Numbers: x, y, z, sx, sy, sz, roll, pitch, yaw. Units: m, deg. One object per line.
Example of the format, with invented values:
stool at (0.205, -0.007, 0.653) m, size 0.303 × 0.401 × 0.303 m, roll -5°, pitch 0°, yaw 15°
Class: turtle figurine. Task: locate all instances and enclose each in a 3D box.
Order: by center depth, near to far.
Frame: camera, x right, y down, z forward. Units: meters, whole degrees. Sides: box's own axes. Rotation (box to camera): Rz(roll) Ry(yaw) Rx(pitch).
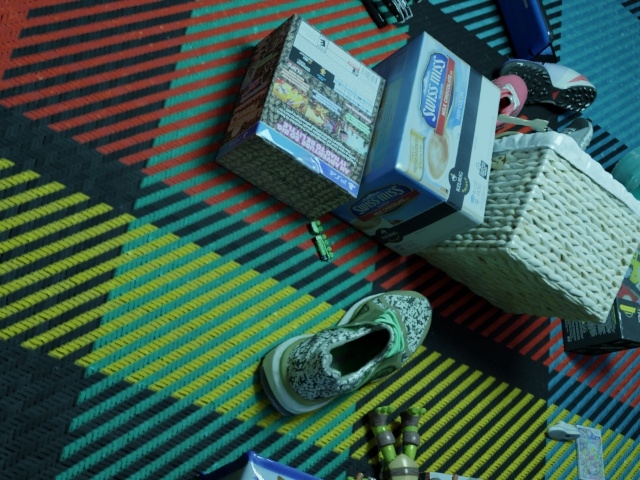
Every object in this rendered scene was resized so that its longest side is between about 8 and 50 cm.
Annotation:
turtle figurine at (0.160, 0.416, 1.530) m, size 0.270 × 0.087 × 0.217 m, roll 2°, pitch 63°, yaw -9°

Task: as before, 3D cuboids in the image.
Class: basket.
basket at (0.423, -0.023, 1.723) m, size 0.331 × 0.328 × 0.266 m, roll 33°, pitch 74°, yaw -27°

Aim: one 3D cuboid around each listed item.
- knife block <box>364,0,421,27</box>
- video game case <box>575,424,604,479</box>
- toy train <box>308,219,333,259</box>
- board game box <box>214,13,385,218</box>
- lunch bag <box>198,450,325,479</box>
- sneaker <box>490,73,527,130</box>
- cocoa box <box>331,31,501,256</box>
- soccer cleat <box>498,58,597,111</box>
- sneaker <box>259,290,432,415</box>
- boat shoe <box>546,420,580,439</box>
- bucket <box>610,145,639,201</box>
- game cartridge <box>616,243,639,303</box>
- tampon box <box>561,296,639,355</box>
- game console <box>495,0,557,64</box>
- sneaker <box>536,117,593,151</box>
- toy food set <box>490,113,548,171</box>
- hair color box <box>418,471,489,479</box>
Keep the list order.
knife block at (0.097, -0.602, 1.858) m, size 0.276 × 0.088 × 0.241 m, roll 13°, pitch 66°, yaw -36°
video game case at (0.620, 0.492, 1.935) m, size 0.087 × 0.011 × 0.121 m, roll 18°, pitch 63°, yaw -33°
toy train at (0.000, 0.000, 1.609) m, size 0.024 × 0.017 × 0.083 m, roll -21°, pitch 88°, yaw -32°
board game box at (-0.032, -0.230, 1.583) m, size 0.232 × 0.141 × 0.290 m, roll 31°, pitch 57°, yaw -27°
lunch bag at (-0.022, 0.540, 1.253) m, size 0.386 × 0.239 × 0.327 m, roll 25°, pitch 58°, yaw -22°
sneaker at (0.421, -0.312, 1.973) m, size 0.314 × 0.136 × 0.115 m, roll -38°, pitch 99°, yaw -37°
cocoa box at (0.186, -0.189, 1.683) m, size 0.228 × 0.231 × 0.347 m, roll 31°, pitch 57°, yaw -26°
soccer cleat at (0.574, -0.418, 2.185) m, size 0.318 × 0.108 × 0.116 m, roll 7°, pitch 41°, yaw -29°
sneaker at (0.095, 0.190, 1.506) m, size 0.410 × 0.182 × 0.158 m, roll -25°, pitch 90°, yaw -42°
boat shoe at (0.541, 0.423, 1.885) m, size 0.100 × 0.035 × 0.035 m, roll 13°, pitch 39°, yaw -31°
bucket at (0.895, -0.114, 2.188) m, size 0.281 × 0.281 × 0.183 m, roll 43°, pitch 16°, yaw -19°
game cartridge at (0.776, 0.070, 2.115) m, size 0.294 × 0.060 × 0.196 m, roll 42°, pitch 89°, yaw -19°
tampon box at (0.671, 0.205, 1.980) m, size 0.121 × 0.161 × 0.101 m, roll 14°, pitch 66°, yaw -36°
game console at (0.560, -0.618, 2.192) m, size 0.174 × 0.250 × 0.293 m, roll -17°, pitch 84°, yaw -15°
sneaker at (0.620, -0.269, 2.164) m, size 0.132 × 0.086 × 0.228 m, roll 42°, pitch 54°, yaw -17°
toy food set at (0.432, -0.187, 1.898) m, size 0.133 × 0.192 × 0.038 m, roll 10°, pitch 34°, yaw 0°
hair color box at (0.253, 0.498, 1.608) m, size 0.167 × 0.053 × 0.093 m, roll 17°, pitch 65°, yaw -32°
